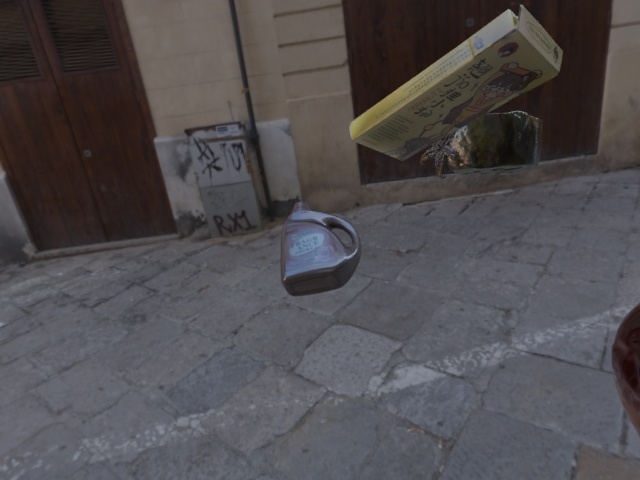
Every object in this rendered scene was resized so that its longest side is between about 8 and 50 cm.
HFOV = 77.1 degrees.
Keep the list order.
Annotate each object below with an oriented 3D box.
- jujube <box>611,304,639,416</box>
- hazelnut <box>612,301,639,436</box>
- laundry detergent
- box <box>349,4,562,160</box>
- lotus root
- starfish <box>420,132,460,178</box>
[{"bbox_3d":[0.362,0.129,0.316,0.184,0.183,0.243,-8,1,1],"label":"jujube"},{"bbox_3d":[0.594,0.213,0.528,0.373,0.315,0.372,19,-15,5],"label":"hazelnut"},{"bbox_3d":[0.000,0.000,0.864,0.171,0.076,0.237,-11,45,10],"label":"laundry detergent"},{"bbox_3d":[0.098,-0.109,0.311,0.073,0.020,0.149,9,-24,-40],"label":"box"},{"bbox_3d":[0.398,-0.211,0.894,0.235,0.118,0.138,-3,0,-27],"label":"lotus root"},{"bbox_3d":[0.200,-0.151,0.668,0.028,0.078,0.091,16,33,-44],"label":"starfish"}]
